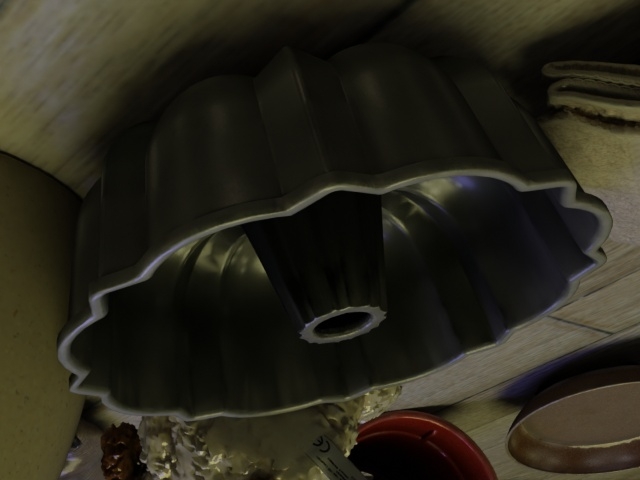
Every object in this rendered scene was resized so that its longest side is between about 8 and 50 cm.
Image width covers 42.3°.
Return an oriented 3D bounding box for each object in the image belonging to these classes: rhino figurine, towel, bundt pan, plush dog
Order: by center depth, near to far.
[{"bbox_3d":[0.000,0.000,0.520,0.331,0.124,0.330,-12,153,-6],"label":"bundt pan"},{"bbox_3d":[0.256,-0.034,0.550,0.187,0.049,0.282,15,170,33],"label":"towel"},{"bbox_3d":[-0.073,0.192,0.729,0.263,0.210,0.225,9,149,-15],"label":"plush dog"},{"bbox_3d":[-0.277,0.220,0.875,0.107,0.073,0.243,-5,150,-8],"label":"rhino figurine"}]

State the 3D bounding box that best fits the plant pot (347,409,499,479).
[{"bbox_3d":[0.092,0.411,1.224,0.273,0.272,0.265,-4,160,-18],"label":"plant pot"}]

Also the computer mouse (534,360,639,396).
[{"bbox_3d":[0.431,0.251,1.268,0.184,0.060,0.262,-16,141,15],"label":"computer mouse"}]

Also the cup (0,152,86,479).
[{"bbox_3d":[-0.290,0.119,0.500,0.331,0.236,0.331,-10,153,-5],"label":"cup"}]

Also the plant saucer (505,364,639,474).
[{"bbox_3d":[0.416,0.256,1.183,0.311,0.050,0.310,-3,143,-2],"label":"plant saucer"}]
